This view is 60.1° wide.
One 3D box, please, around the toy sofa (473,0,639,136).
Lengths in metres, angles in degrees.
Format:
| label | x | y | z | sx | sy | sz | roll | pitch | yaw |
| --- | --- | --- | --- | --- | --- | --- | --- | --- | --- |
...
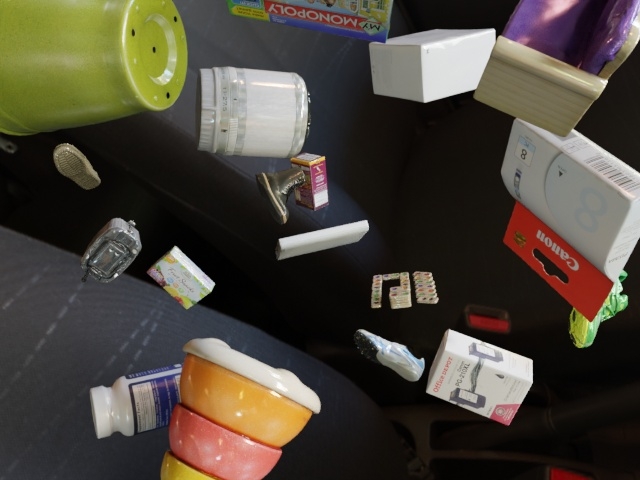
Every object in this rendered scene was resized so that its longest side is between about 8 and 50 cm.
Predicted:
| label | x | y | z | sx | sy | sz | roll | pitch | yaw |
| --- | --- | --- | --- | --- | --- | --- | --- | --- | --- |
| toy sofa | 0.365 | -0.344 | 0.772 | 0.150 | 0.177 | 0.363 | 27 | 68 | 10 |

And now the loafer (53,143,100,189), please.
| label | x | y | z | sx | sy | sz | roll | pitch | yaw |
| --- | --- | --- | --- | --- | --- | --- | --- | --- | --- |
| loafer | -0.517 | -0.159 | 1.161 | 0.056 | 0.148 | 0.050 | -30 | 67 | -10 |

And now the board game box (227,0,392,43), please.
| label | x | y | z | sx | sy | sz | roll | pitch | yaw |
| --- | --- | --- | --- | --- | --- | --- | --- | --- | --- |
| board game box | -0.023 | -0.464 | 0.991 | 0.317 | 0.213 | 0.046 | 12 | 74 | 4 |

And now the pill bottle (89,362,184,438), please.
| label | x | y | z | sx | sy | sz | roll | pitch | yaw |
| --- | --- | --- | --- | --- | --- | --- | --- | --- | --- |
| pill bottle | -0.449 | 0.416 | 1.434 | 0.264 | 0.153 | 0.153 | -7 | 34 | -26 |

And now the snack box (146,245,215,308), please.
| label | x | y | z | sx | sy | sz | roll | pitch | yaw |
| --- | --- | --- | --- | --- | --- | --- | --- | --- | --- |
| snack box | -0.351 | 0.095 | 1.393 | 0.100 | 0.141 | 0.037 | -36 | 18 | 25 |

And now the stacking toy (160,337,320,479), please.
| label | x | y | z | sx | sy | sz | roll | pitch | yaw |
| --- | --- | --- | --- | --- | --- | --- | --- | --- | --- |
| stacking toy | -0.240 | 0.490 | 1.227 | 0.350 | 0.350 | 0.480 | 11 | 67 | 35 |

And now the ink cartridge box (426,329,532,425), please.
| label | x | y | z | sx | sy | sz | roll | pitch | yaw |
| --- | --- | --- | --- | --- | --- | --- | --- | --- | --- |
| ink cartridge box | 0.426 | 0.369 | 1.498 | 0.237 | 0.172 | 0.100 | 20 | 31 | 11 |

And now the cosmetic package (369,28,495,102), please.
| label | x | y | z | sx | sy | sz | roll | pitch | yaw |
| --- | --- | --- | --- | --- | --- | --- | --- | --- | --- |
| cosmetic package | 0.280 | -0.446 | 1.394 | 0.224 | 0.138 | 0.224 | -19 | 25 | -21 |

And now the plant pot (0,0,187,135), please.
| label | x | y | z | sx | sy | sz | roll | pitch | yaw |
| --- | --- | --- | --- | --- | --- | --- | --- | --- | --- |
| plant pot | -0.480 | -0.393 | 1.126 | 0.352 | 0.366 | 0.366 | 5 | 49 | 15 |

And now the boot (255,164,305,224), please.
| label | x | y | z | sx | sy | sz | roll | pitch | yaw |
| --- | --- | --- | --- | --- | --- | --- | --- | --- | --- |
| boot | -0.087 | -0.137 | 1.512 | 0.137 | 0.077 | 0.198 | -18 | 51 | -13 |

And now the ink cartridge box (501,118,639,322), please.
| label | x | y | z | sx | sy | sz | roll | pitch | yaw |
| --- | --- | --- | --- | --- | --- | --- | --- | --- | --- |
| ink cartridge box | 0.502 | -0.036 | 1.181 | 0.091 | 0.385 | 0.308 | -19 | 46 | -19 |

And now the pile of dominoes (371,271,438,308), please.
| label | x | y | z | sx | sy | sz | roll | pitch | yaw |
| --- | --- | --- | --- | --- | --- | --- | --- | --- | --- |
| pile of dominoes | 0.252 | 0.135 | 1.697 | 0.196 | 0.040 | 0.251 | -8 | 18 | 9 |

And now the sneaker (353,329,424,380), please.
| label | x | y | z | sx | sy | sz | roll | pitch | yaw |
| --- | --- | --- | --- | --- | --- | --- | --- | --- | --- |
| sneaker | 0.206 | 0.336 | 1.675 | 0.237 | 0.085 | 0.086 | 33 | 50 | -1 |

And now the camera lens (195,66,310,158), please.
| label | x | y | z | sx | sy | sz | roll | pitch | yaw |
| --- | --- | --- | --- | --- | --- | --- | --- | --- | --- |
| camera lens | -0.173 | -0.324 | 1.412 | 0.274 | 0.219 | 0.219 | 0 | 38 | -17 |

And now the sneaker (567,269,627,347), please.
| label | x | y | z | sx | sy | sz | roll | pitch | yaw |
| --- | --- | --- | --- | --- | --- | --- | --- | --- | --- |
| sneaker | 0.759 | 0.166 | 1.490 | 0.123 | 0.109 | 0.295 | 27 | 60 | 16 |

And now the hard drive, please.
| label | x | y | z | sx | sy | sz | roll | pitch | yaw |
| --- | --- | --- | --- | --- | --- | --- | --- | --- | --- |
| hard drive | 0.000 | 0.000 | 1.941 | 0.307 | 0.203 | 0.040 | -13 | 79 | -11 |

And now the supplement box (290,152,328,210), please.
| label | x | y | z | sx | sy | sz | roll | pitch | yaw |
| --- | --- | --- | --- | --- | --- | --- | --- | --- | --- |
| supplement box | -0.038 | -0.216 | 2.028 | 0.104 | 0.188 | 0.080 | 20 | 36 | 41 |

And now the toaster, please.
| label | x | y | z | sx | sy | sz | roll | pitch | yaw |
| --- | --- | --- | --- | --- | --- | --- | --- | --- | --- |
| toaster | -0.683 | 0.033 | 1.799 | 0.227 | 0.129 | 0.146 | -47 | 25 | 7 |
